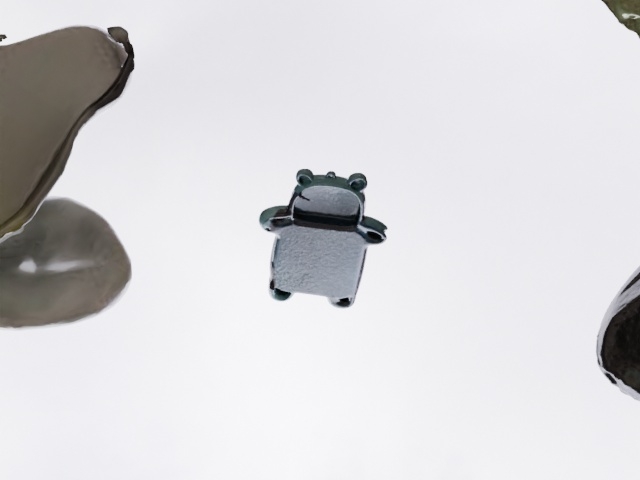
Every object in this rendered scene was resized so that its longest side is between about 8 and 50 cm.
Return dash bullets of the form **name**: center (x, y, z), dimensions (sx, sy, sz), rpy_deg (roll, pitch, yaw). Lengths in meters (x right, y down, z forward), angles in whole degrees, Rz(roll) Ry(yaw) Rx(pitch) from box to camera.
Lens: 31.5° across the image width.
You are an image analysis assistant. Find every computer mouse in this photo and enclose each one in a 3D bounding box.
- **computer mouse**: center (0.339, 0.052, 1.002), dimensions (0.122, 0.073, 0.217), rpy_deg (43, -69, 2)

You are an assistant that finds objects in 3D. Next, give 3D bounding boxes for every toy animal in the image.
- **toy animal**: center (-0.215, -0.025, 0.575), dimensions (0.249, 0.289, 0.174), rpy_deg (13, -101, 4)

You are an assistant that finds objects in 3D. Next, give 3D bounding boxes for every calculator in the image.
- **calculator**: center (0.000, 0.000, 0.834), dimensions (0.094, 0.141, 0.019), rpy_deg (7, -133, -2)

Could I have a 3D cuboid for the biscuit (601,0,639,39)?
- **biscuit**: center (0.302, -0.160, 0.900), dimensions (0.273, 0.036, 0.187), rpy_deg (47, -146, 2)
